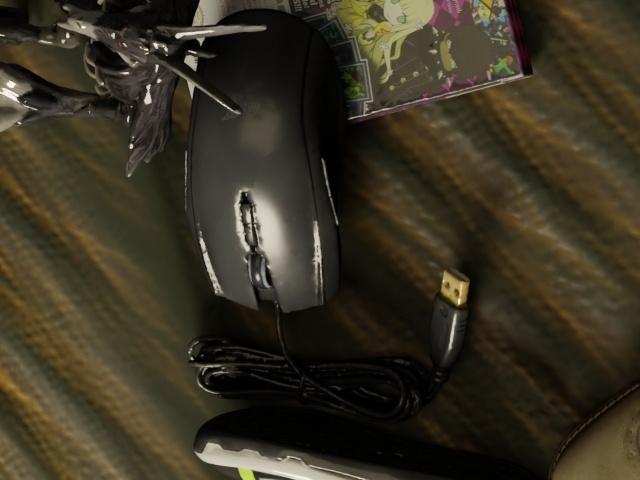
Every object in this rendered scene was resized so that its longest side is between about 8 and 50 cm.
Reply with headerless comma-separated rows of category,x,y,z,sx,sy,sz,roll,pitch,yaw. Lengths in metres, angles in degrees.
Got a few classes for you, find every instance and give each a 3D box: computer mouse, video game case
computer mouse,0.000,0.000,0.850,0.184,0.060,0.262,10,113,15
video game case,0.000,-0.184,0.865,0.210,0.042,0.232,-14,92,20

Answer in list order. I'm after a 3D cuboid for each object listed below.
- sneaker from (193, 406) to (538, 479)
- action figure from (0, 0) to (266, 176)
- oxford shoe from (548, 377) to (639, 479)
sneaker,0.025,0.172,0.877,0.235,0.084,0.097,13,101,16
action figure,-0.162,-0.136,0.831,0.276,0.141,0.164,25,109,43
oxford shoe,0.262,0.099,0.750,0.348,0.130,0.123,-25,81,30
